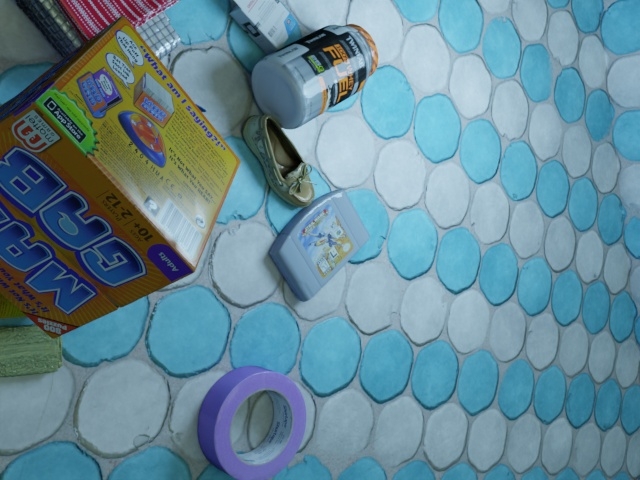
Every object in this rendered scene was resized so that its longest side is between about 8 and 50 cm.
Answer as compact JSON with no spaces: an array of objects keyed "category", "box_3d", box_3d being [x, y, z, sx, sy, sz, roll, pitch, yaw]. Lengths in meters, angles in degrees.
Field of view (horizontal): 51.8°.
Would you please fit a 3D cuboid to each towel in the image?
[{"category":"towel","box_3d":[-0.606,0.225,1.356,0.148,0.027,0.110,-2,94,-39]},{"category":"towel","box_3d":[-0.414,-0.530,1.337,0.275,0.031,0.199,-47,116,-30]},{"category":"towel","box_3d":[-0.464,-0.472,1.391,0.235,0.121,0.283,-50,118,-28]}]

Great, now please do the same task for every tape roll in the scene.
[{"category":"tape roll","box_3d":[-0.170,0.461,1.669,0.275,0.090,0.275,-1,92,-39]}]

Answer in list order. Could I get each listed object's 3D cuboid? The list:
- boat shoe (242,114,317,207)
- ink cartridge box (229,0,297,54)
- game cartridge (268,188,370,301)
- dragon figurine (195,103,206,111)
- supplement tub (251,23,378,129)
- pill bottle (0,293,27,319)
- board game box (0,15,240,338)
[{"category":"boat shoe","box_3d":[-0.094,-0.199,1.706,0.104,0.089,0.285,-52,121,-25]},{"category":"ink cartridge box","box_3d":[-0.154,-0.574,1.665,0.180,0.060,0.104,43,67,-31]},{"category":"game cartridge","box_3d":[0.000,0.000,1.812,0.297,0.062,0.198,-45,121,-28]},{"category":"dragon figurine","box_3d":[-0.322,-0.279,1.526,0.289,0.085,0.144,13,84,-37]},{"category":"supplement tub","box_3d":[-0.007,-0.434,1.703,0.316,0.193,0.193,-38,113,-31]},{"category":"pill bottle","box_3d":[-0.608,0.095,1.292,0.215,0.117,0.117,-1,92,-39]},{"category":"board game box","box_3d":[-0.422,-0.112,1.199,0.356,0.356,0.356,52,28,-27]}]
